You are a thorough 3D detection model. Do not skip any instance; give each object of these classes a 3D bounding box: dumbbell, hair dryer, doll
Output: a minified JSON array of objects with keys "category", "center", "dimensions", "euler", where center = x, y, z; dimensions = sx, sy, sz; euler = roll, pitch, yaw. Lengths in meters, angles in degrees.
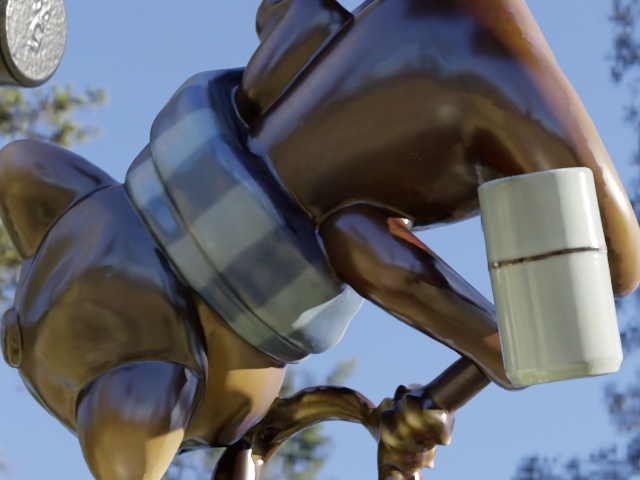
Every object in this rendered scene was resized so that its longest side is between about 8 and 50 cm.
[{"category":"dumbbell","center":[-0.312,-0.176,1.457],"dimensions":[0.191,0.100,0.100],"euler":[4,-39,25]},{"category":"hair dryer","center":[0.093,0.018,0.743],"dimensions":[0.047,0.082,0.137],"euler":[-9,-4,2]},{"category":"doll","center":[0.002,0.001,0.935],"dimensions":[0.340,0.318,0.209],"euler":[-35,-19,-2]}]
